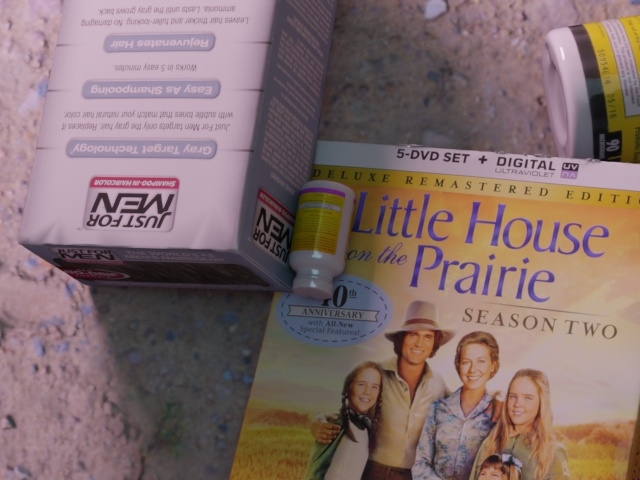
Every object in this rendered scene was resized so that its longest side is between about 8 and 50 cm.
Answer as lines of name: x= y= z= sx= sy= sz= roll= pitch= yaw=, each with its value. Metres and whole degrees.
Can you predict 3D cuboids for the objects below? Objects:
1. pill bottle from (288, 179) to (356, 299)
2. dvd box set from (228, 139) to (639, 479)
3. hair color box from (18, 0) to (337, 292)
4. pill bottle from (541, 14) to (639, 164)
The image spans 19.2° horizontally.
pill bottle: x=0.000 y=0.000 z=1.415 sx=0.043 sy=0.043 sz=0.083 roll=8 pitch=72 yaw=4
dvd box set: x=0.091 y=0.137 z=1.384 sx=0.307 sy=0.062 sz=0.420 roll=7 pitch=73 yaw=25
hair color box: x=-0.097 y=-0.154 z=1.473 sx=0.185 sy=0.113 sz=0.374 roll=2 pitch=72 yaw=23
pill bottle: x=0.285 y=-0.123 z=1.476 sx=0.208 sy=0.119 sz=0.119 roll=-10 pitch=74 yaw=-1
